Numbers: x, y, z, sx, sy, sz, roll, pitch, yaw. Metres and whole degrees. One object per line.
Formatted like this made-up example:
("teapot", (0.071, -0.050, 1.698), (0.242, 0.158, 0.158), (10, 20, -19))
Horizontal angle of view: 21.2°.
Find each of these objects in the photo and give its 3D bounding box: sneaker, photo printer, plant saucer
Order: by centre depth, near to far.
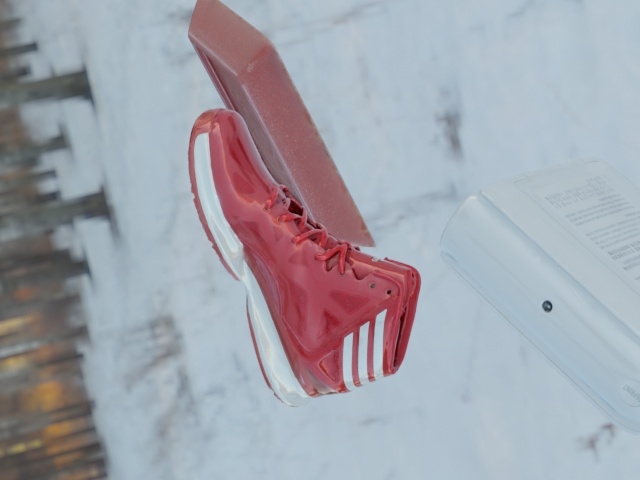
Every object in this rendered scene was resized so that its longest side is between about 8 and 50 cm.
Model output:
("sneaker", (0.000, 0.000, 1.185), (0.221, 0.128, 0.087), (68, -155, -14))
("photo printer", (0.297, 0.058, 1.644), (0.307, 0.256, 0.107), (44, 124, 23))
("plant saucer", (-0.053, -0.124, 1.821), (0.259, 0.047, 0.258), (61, 173, -27))
